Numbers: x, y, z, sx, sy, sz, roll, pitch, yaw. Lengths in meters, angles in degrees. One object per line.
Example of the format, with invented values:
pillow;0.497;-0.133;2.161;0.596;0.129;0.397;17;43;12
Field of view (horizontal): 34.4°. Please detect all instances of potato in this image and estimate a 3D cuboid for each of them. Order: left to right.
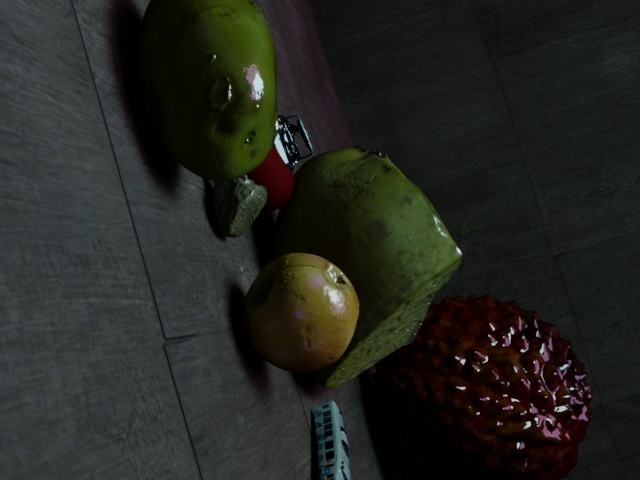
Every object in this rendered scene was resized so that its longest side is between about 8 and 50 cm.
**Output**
potato;-0.115;-0.177;1.108;0.186;0.148;0.253;53;22;-61
potato;0.014;0.029;1.464;0.280;0.213;0.330;53;-23;16

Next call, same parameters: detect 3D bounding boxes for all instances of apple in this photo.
apple;-0.020;0.087;1.211;0.146;0.146;0.146;-17;90;-82

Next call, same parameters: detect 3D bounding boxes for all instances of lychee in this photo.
lychee;0.294;0.309;1.981;0.500;0.424;0.424;168;-96;-74

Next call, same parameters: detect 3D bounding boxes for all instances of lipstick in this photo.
lipstick;-0.101;-0.124;1.333;0.241;0.080;0.080;58;16;-57

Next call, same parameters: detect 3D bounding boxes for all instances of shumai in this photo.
shumai;-0.112;-0.055;1.237;0.080;0.082;0.083;37;-15;13

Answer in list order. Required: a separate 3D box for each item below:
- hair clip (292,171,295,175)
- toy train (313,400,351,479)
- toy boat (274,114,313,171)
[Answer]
hair clip;-0.007;0.002;1.752;0.146;0.075;0.257;-97;161;-62
toy train;0.015;0.289;1.358;0.207;0.047;0.043;-93;162;-65
toy boat;-0.063;-0.151;1.577;0.246;0.103;0.093;-79;147;-79
